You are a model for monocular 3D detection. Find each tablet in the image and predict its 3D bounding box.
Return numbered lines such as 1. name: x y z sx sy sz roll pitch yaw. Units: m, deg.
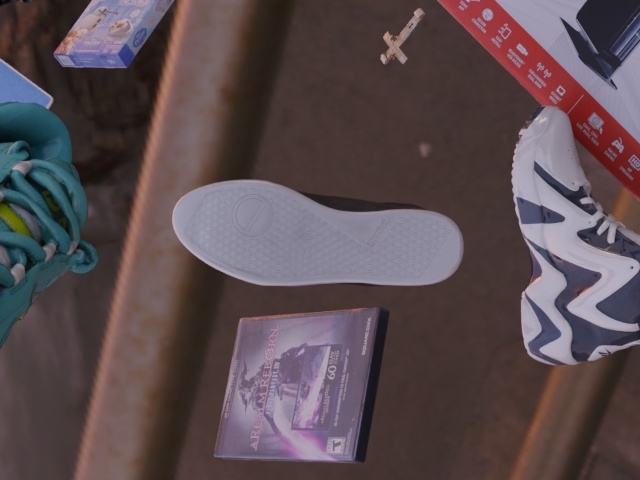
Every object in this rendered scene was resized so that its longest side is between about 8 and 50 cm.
1. tablet: -0.303 -0.138 1.505 0.083 0.006 0.054 36 100 17

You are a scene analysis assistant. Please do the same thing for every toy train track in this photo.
1. toy train track: 0.096 -0.244 1.843 0.083 0.014 0.048 -51 58 30

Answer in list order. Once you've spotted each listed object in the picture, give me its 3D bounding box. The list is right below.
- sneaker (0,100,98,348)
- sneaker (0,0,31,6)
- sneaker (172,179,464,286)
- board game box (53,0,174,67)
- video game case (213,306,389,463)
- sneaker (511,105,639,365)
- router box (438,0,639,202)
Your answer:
1. sneaker: -0.144 -0.001 0.599 0.275 0.110 0.107 -113 4 -66
2. sneaker: -0.353 -0.279 1.656 0.130 0.227 0.087 -2 124 27
3. sneaker: 0.000 0.000 1.595 0.296 0.147 0.104 6 88 6
4. board game box: -0.196 -0.202 1.460 0.090 0.090 0.020 6 144 38
5. video game case: -0.028 0.189 1.995 0.274 0.026 0.196 -7 67 46
6. sneaker: 0.258 -0.008 1.373 0.153 0.094 0.234 -4 77 27
7. router box: 0.302 -0.228 1.376 0.335 0.082 0.301 47 130 14
